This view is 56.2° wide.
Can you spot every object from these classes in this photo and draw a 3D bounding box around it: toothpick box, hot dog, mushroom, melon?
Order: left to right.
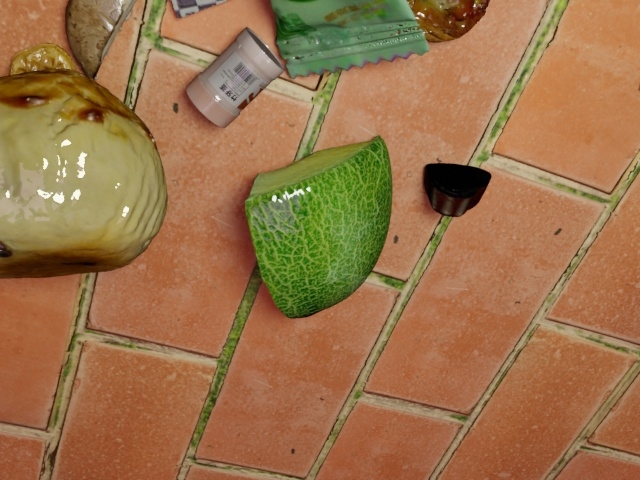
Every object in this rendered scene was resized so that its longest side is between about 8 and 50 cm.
[{"bbox_3d":[-0.364,-0.371,0.983,0.094,0.072,0.210,35,111,-12],"label":"mushroom"},{"bbox_3d":[-0.147,-0.280,1.038,0.149,0.098,0.098,-40,115,15],"label":"toothpick box"},{"bbox_3d":[0.000,0.000,1.173,0.331,0.226,0.343,-37,124,-34],"label":"melon"},{"bbox_3d":[0.185,-0.428,0.990,0.227,0.099,0.160,27,117,-22],"label":"hot dog"}]

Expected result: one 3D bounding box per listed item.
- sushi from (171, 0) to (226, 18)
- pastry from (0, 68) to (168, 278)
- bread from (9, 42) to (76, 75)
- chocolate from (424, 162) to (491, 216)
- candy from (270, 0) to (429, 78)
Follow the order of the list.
[{"bbox_3d":[-0.208,-0.479,0.960,0.139,0.031,0.201,-19,123,5],"label":"sushi"},{"bbox_3d":[-0.441,-0.107,0.975,0.388,0.312,0.388,-7,164,-2],"label":"pastry"},{"bbox_3d":[-0.479,-0.292,1.032,0.111,0.044,0.083,-20,116,4],"label":"bread"},{"bbox_3d":[0.252,-0.094,1.168,0.125,0.149,0.080,21,123,26],"label":"chocolate"},{"bbox_3d":[-0.008,-0.418,0.899,0.263,0.172,0.398,3,140,30],"label":"candy"}]
